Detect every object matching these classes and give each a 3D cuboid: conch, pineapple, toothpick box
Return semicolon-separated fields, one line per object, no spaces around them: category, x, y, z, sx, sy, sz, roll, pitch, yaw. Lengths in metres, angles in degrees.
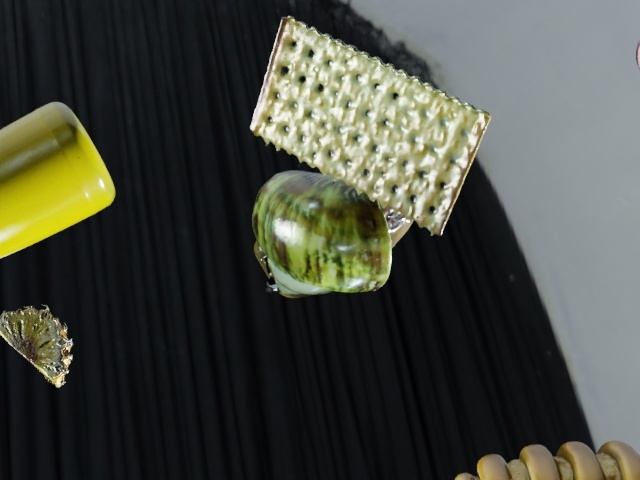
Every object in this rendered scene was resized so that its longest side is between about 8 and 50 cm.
conch;-0.003;0.002;1.088;0.124;0.187;0.181;-26;146;-11
pineapple;-0.231;0.080;0.804;0.045;0.083;0.019;-45;163;-14
toothpick box;-0.456;-0.071;1.425;0.271;0.175;0.175;-31;160;-15

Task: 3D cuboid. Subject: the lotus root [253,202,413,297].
lotus root;0.022;-0.019;1.249;0.241;0.124;0.123;-34;157;0

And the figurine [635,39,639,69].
figurine;0.366;-0.061;0.750;0.206;0.316;0.284;-13;151;-3

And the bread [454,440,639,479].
bread;0.319;0.318;1.207;0.311;0.121;0.173;-6;-168;3

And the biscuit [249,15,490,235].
biscuit;0.041;-0.113;0.954;0.016;0.231;0.139;-33;148;-58
